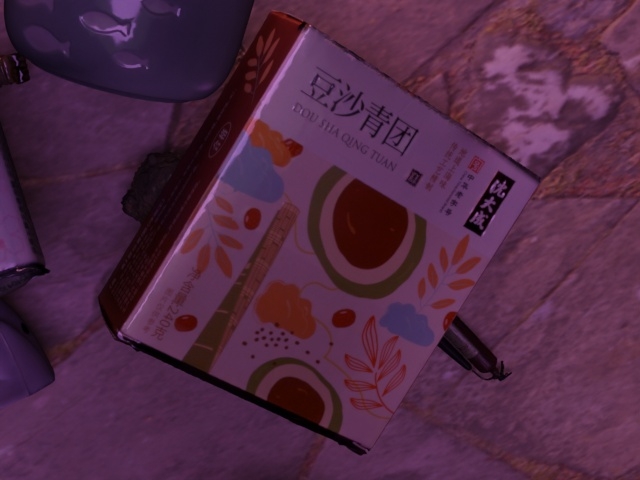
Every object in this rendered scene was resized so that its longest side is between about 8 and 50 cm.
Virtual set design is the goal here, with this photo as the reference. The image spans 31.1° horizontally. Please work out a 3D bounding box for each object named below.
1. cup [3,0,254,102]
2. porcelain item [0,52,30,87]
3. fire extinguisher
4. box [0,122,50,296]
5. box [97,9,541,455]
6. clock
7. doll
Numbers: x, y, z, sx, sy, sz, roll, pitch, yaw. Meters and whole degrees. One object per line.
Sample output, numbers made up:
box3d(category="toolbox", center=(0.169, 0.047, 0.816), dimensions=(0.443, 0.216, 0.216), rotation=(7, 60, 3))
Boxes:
box3d(category="cup", center=(-0.231, -0.310, 1.175), dimensions=(0.356, 0.259, 0.275), rotation=(16, 104, 5))
box3d(category="porcelain item", center=(-0.431, -0.176, 1.284), dimensions=(0.213, 0.054, 0.084), rotation=(-12, 109, -2))
box3d(category="fire extinguisher", center=(0.173, 0.128, 1.450), dimensions=(0.049, 0.035, 0.173), rotation=(-44, 103, 3))
box3d(category="box", center=(-0.426, -0.103, 1.196), dimensions=(0.190, 0.112, 0.370), rotation=(-17, 87, -5))
box3d(category="box", center=(0.000, 0.000, 1.295), dimensions=(0.344, 0.122, 0.385), rotation=(29, 95, -27))
box3d(category="clock", center=(-0.432, 0.078, 1.309), dimensions=(0.188, 0.189, 0.254), rotation=(-22, 101, 0))
box3d(category="doll", center=(-0.109, 0.014, 1.364), dimensions=(0.286, 0.091, 0.203), rotation=(30, 112, -15))
